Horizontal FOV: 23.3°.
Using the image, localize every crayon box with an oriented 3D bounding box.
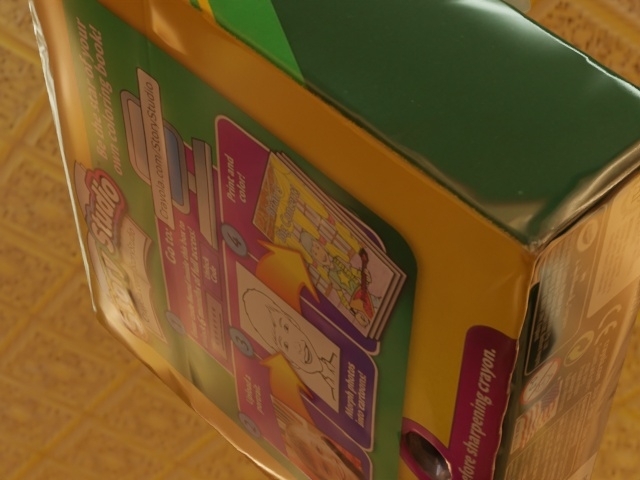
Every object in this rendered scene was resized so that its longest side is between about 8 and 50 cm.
[{"bbox_3d":[0.000,0.000,0.780,0.313,0.106,0.363,39,-28,26],"label":"crayon box"}]

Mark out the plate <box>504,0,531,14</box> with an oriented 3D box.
[{"bbox_3d":[0.108,-0.257,1.367,0.188,0.188,0.024,25,-66,-8],"label":"plate"}]
